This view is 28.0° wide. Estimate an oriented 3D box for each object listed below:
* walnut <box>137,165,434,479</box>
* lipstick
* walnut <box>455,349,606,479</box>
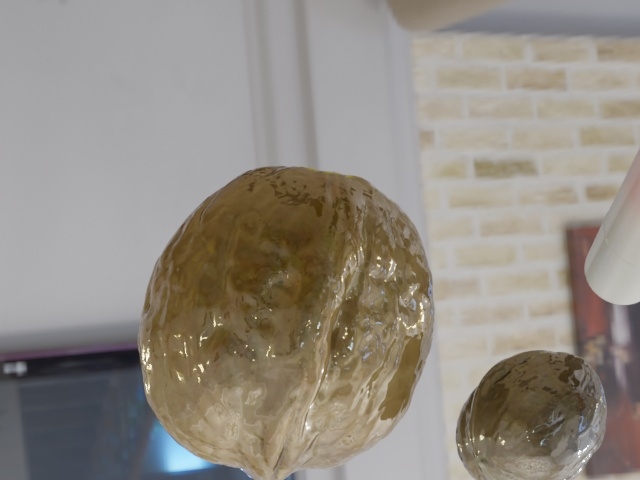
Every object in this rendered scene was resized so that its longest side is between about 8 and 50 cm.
[{"bbox_3d":[-0.031,0.083,1.270,0.277,0.313,0.252,18,166,-39],"label":"walnut"},{"bbox_3d":[0.349,-0.027,1.349,0.087,0.087,0.327,-5,158,-2],"label":"lipstick"},{"bbox_3d":[0.211,0.180,1.279,0.162,0.140,0.140,-19,-175,-31],"label":"walnut"}]
